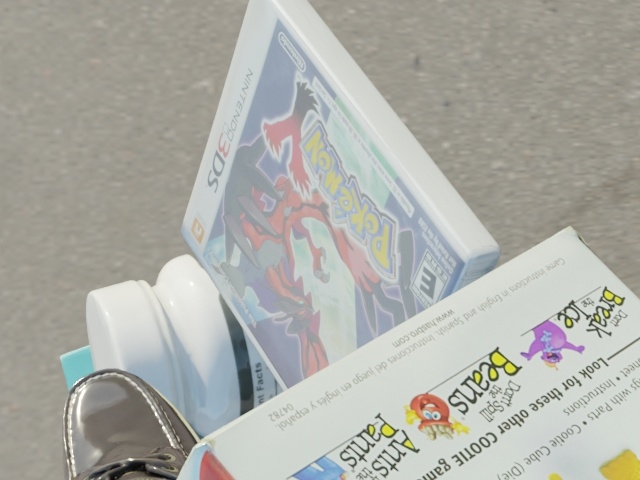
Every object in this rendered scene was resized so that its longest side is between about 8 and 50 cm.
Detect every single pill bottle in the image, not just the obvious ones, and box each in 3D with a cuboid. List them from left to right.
[{"bbox_3d":[-0.046,0.077,1.485,0.161,0.283,0.161,167,90,-72],"label":"pill bottle"}]

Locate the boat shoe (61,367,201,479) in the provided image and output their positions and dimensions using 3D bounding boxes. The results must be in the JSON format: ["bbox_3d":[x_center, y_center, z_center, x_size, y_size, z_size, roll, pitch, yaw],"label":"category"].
[{"bbox_3d":[-0.110,0.183,1.127,0.102,0.092,0.285,-18,49,-4],"label":"boat shoe"}]

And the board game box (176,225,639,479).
[{"bbox_3d":[0.086,0.158,0.428,0.275,0.144,0.142,47,138,19],"label":"board game box"}]

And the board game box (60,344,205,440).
[{"bbox_3d":[-0.143,0.271,1.832,0.079,0.254,0.336,-20,79,17],"label":"board game box"}]

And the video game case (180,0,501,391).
[{"bbox_3d":[0.000,0.000,0.872,0.201,0.023,0.183,54,142,31],"label":"video game case"}]
